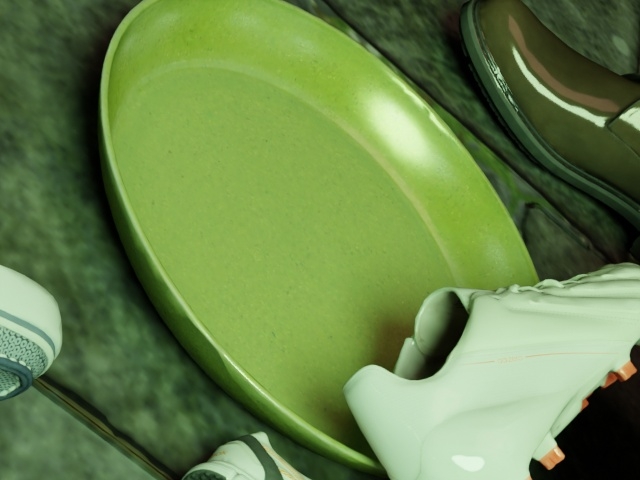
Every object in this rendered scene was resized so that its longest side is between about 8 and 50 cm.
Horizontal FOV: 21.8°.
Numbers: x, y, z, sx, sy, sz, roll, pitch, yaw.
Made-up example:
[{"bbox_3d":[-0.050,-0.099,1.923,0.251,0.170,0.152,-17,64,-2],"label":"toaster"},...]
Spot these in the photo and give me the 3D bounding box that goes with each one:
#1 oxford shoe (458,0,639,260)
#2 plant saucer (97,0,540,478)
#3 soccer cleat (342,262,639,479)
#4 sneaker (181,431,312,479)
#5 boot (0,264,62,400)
[{"bbox_3d":[0.172,-0.065,0.897,0.227,0.096,0.083,38,37,-14],"label":"oxford shoe"},{"bbox_3d":[0.000,0.000,0.686,0.241,0.037,0.241,30,38,-27],"label":"plant saucer"},{"bbox_3d":[0.079,0.040,0.648,0.076,0.068,0.196,49,36,4],"label":"soccer cleat"},{"bbox_3d":[0.001,0.109,0.578,0.109,0.040,0.044,48,32,-3],"label":"sneaker"},{"bbox_3d":[-0.155,0.047,0.446,0.190,0.069,0.086,9,58,-35],"label":"boot"}]
